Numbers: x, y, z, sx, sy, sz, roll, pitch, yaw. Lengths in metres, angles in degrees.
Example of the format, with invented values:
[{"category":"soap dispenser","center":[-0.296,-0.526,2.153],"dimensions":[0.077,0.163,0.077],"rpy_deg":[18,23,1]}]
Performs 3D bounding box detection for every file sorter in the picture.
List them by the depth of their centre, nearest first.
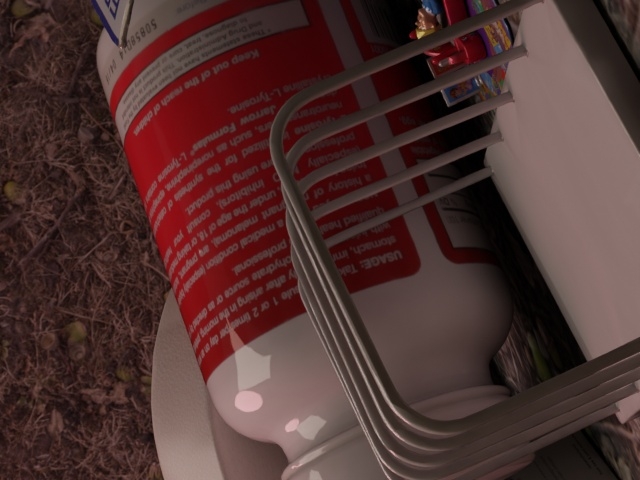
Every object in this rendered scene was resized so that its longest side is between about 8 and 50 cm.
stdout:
[{"category":"file sorter","center":[0.085,0.019,0.781],"dimensions":[0.278,0.173,0.193],"rpy_deg":[84,161,-74]}]

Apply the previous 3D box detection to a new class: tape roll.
[{"category":"tape roll","center":[0.018,0.155,1.242],"dimensions":[0.392,0.072,0.392],"rpy_deg":[26,-126,-41]}]

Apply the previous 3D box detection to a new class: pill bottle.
[{"category":"pill bottle","center":[0.000,0.000,1.047],"dimensions":[0.229,0.229,0.408],"rpy_deg":[83,166,-72]}]

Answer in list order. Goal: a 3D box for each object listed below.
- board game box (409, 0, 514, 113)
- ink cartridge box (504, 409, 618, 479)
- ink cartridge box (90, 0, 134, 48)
[{"category":"board game box","center":[0.072,-0.149,0.898],"dimensions":[0.133,0.033,0.169],"rpy_deg":[100,145,-80]},{"category":"ink cartridge box","center":[0.144,0.237,1.102],"dimensions":[0.127,0.176,0.128],"rpy_deg":[-121,9,-50]},{"category":"ink cartridge box","center":[-0.086,-0.319,0.746],"dimensions":[0.324,0.071,0.330],"rpy_deg":[-121,38,-46]}]
